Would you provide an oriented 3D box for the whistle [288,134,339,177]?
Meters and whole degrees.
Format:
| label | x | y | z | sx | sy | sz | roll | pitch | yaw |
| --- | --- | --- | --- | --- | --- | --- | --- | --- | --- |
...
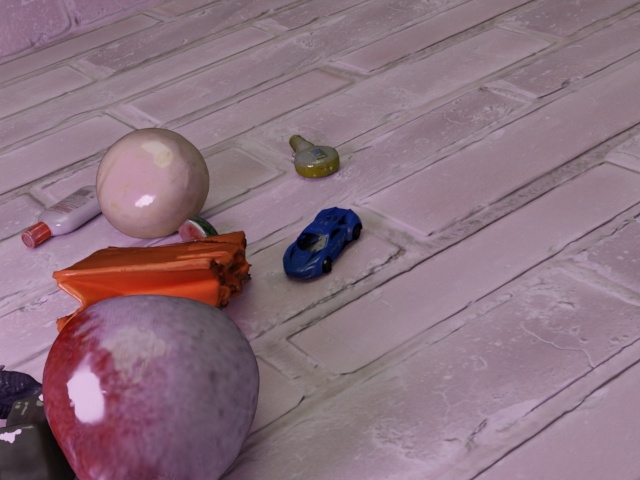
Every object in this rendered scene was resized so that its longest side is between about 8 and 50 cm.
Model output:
| label | x | y | z | sx | sy | sz | roll | pitch | yaw |
| --- | --- | --- | --- | --- | --- | --- | --- | --- | --- |
| whistle | -0.025 | -0.202 | 2.473 | 0.104 | 0.057 | 0.198 | -18 | 32 | -13 |

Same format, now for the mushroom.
| label | x | y | z | sx | sy | sz | roll | pitch | yaw |
| --- | --- | --- | --- | --- | --- | --- | --- | --- | --- |
| mushroom | -0.358 | -0.116 | 2.312 | 0.246 | 0.202 | 0.246 | -2 | 73 | 7 |

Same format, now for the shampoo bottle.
| label | x | y | z | sx | sy | sz | roll | pitch | yaw |
| --- | --- | --- | --- | --- | --- | --- | --- | --- | --- |
| shampoo bottle | -0.574 | -0.053 | 2.409 | 0.108 | 0.051 | 0.221 | 14 | 39 | 35 |

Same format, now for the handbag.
| label | x | y | z | sx | sy | sz | roll | pitch | yaw |
| --- | --- | --- | --- | --- | --- | --- | --- | --- | --- |
| handbag | -0.283 | 0.071 | 1.907 | 0.303 | 0.116 | 0.410 | -6 | 6 | 5 |

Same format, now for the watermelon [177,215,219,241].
| label | x | y | z | sx | sy | sz | roll | pitch | yaw |
| --- | --- | --- | --- | --- | --- | --- | --- | --- | --- |
| watermelon | -0.251 | -0.012 | 2.228 | 0.072 | 0.085 | 0.092 | -28 | -11 | 12 |

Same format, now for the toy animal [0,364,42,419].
| label | x | y | z | sx | sy | sz | roll | pitch | yaw |
| --- | --- | --- | --- | --- | --- | --- | --- | --- | --- |
| toy animal | -0.559 | 0.252 | 1.798 | 0.367 | 0.081 | 0.206 | 10 | 0 | -18 |

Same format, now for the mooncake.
| label | x | y | z | sx | sy | sz | roll | pitch | yaw |
| --- | --- | --- | --- | --- | --- | --- | --- | --- | --- |
| mooncake | -0.436 | 0.307 | 1.638 | 0.104 | 0.175 | 0.168 | -6 | 72 | 3 |

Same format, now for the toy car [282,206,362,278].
| label | x | y | z | sx | sy | sz | roll | pitch | yaw |
| --- | --- | --- | --- | --- | --- | --- | --- | --- | --- |
| toy car | 0.000 | 0.000 | 2.115 | 0.103 | 0.063 | 0.216 | 9 | 35 | 29 |

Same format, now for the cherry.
| label | x | y | z | sx | sy | sz | roll | pitch | yaw |
| --- | --- | --- | --- | --- | --- | --- | --- | --- | --- |
| cherry | -0.238 | 0.237 | 1.600 | 0.326 | 0.291 | 0.335 | -12 | 50 | -34 |
